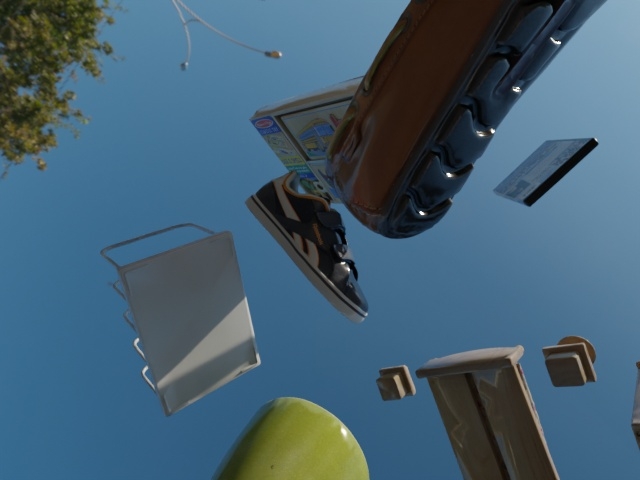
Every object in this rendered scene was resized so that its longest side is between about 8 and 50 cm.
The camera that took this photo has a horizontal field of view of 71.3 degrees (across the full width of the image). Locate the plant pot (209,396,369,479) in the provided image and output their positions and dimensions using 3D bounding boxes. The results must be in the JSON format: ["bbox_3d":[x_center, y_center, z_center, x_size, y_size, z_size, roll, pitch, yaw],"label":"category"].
[{"bbox_3d":[-0.095,0.471,0.772,0.275,0.294,0.274,6,-76,26],"label":"plant pot"}]

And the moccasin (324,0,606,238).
[{"bbox_3d":[0.119,-0.181,0.340,0.147,0.139,0.379,50,-51,31],"label":"moccasin"}]

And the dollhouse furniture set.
[{"bbox_3d":[0.304,0.282,0.618,0.356,0.174,0.302,-21,-94,39],"label":"dollhouse furniture set"}]

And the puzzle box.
[{"bbox_3d":[0.048,-0.186,0.925,0.409,0.272,0.052,6,-128,51],"label":"puzzle box"}]

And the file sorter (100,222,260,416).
[{"bbox_3d":[-0.260,0.128,0.826,0.193,0.277,0.173,-23,-156,-34],"label":"file sorter"}]

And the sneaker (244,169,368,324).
[{"bbox_3d":[0.000,0.000,0.825,0.127,0.126,0.321,-42,-104,2],"label":"sneaker"}]

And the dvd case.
[{"bbox_3d":[0.502,-0.161,1.024,0.022,0.253,0.180,44,-77,-3],"label":"dvd case"}]
